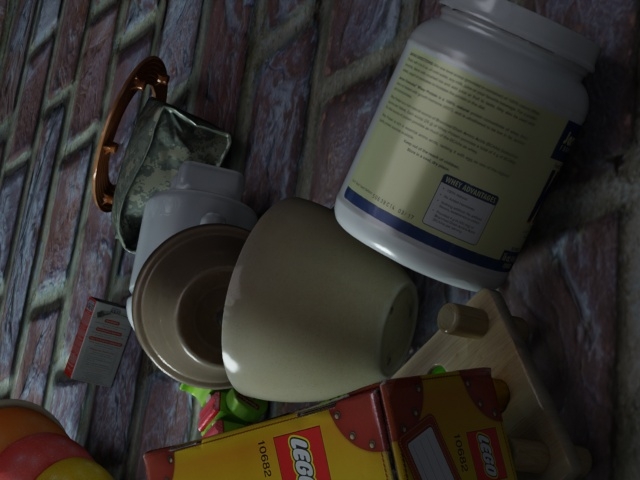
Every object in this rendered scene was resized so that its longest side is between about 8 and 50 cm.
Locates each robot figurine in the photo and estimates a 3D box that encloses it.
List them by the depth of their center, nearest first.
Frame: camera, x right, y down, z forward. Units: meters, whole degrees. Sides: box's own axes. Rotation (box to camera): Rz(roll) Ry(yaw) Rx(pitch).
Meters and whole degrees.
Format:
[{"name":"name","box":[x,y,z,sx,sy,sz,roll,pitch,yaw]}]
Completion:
[{"name":"robot figurine","box":[-0.219,0.047,2.012,0.300,0.200,0.353,132,148,-69]}]

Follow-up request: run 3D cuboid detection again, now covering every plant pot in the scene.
[{"name":"plant pot","box":[0.021,0.098,1.585,0.191,0.284,0.284,14,85,23]},{"name":"plant pot","box":[-0.151,0.104,1.749,0.229,0.263,0.263,-173,101,-82]}]

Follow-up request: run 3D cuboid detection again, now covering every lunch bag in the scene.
[{"name":"lunch bag","box":[-0.303,-0.110,2.234,0.287,0.169,0.235,-65,18,3]}]

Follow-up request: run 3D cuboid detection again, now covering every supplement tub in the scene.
[{"name":"supplement tub","box":[0.181,-0.126,1.433,0.325,0.235,0.235,-65,31,11]}]

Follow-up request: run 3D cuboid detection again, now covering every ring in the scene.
[{"name":"ring","box":[-0.378,-0.213,2.401,0.336,0.032,0.336,21,-90,-83]}]

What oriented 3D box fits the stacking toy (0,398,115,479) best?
[{"name":"stacking toy","box":[-0.485,0.495,2.163,0.480,0.351,0.350,4,78,43]}]

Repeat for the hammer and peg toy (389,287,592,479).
[{"name":"hammer and peg toy","box":[0.140,0.265,1.386,0.361,0.127,0.266,-50,44,32]}]

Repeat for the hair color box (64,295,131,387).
[{"name":"hair color box","box":[-0.450,0.208,2.400,0.053,0.093,0.167,22,92,59]}]

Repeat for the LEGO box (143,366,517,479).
[{"name":"LEGO box","box":[0.039,0.419,1.220,0.372,0.193,0.500,-22,75,40]}]

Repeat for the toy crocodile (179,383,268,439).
[{"name":"toy crocodile","box":[-0.141,0.329,1.831,0.115,0.105,0.340,-52,36,29]}]

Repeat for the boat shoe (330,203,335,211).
[{"name":"boat shoe","box":[0.000,0.000,1.820,0.184,0.063,0.066,-39,44,42]}]
